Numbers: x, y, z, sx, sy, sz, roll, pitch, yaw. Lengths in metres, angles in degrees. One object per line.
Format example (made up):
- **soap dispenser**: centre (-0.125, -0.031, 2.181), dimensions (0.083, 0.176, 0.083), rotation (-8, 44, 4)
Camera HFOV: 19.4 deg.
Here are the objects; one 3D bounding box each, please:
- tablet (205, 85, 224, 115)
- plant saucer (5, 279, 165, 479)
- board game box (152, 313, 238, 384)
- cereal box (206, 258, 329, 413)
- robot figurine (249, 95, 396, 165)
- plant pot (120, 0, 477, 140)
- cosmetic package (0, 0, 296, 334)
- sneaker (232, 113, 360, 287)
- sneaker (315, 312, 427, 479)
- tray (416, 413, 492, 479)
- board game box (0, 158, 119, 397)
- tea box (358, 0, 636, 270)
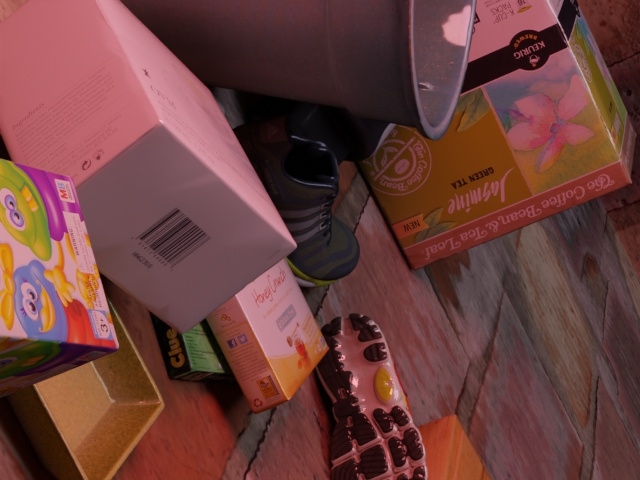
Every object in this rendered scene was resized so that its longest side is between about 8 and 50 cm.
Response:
- **tablet**: centre (-0.120, -0.133, 2.076), dimensions (0.054, 0.006, 0.083), rotation (49, 26, -42)
- **plant saucer**: centre (-0.212, 0.096, 1.511), dimensions (0.188, 0.045, 0.188), rotation (64, 19, -11)
- **board game box**: centre (-0.098, 0.077, 1.866), dimensions (0.259, 0.030, 0.136), rotation (17, 55, -66)
- **cereal box**: centre (-0.078, 0.034, 1.850), dimensions (0.240, 0.047, 0.173), rotation (64, 19, -8)
- **robot figurine**: centre (0.037, -0.209, 2.224), dimensions (0.209, 0.278, 0.173), rotation (34, -20, 12)
- **plant pot**: centre (-0.032, -0.283, 1.873), dimensions (0.341, 0.334, 0.341), rotation (6, 90, -75)
- **cosmetic package**: centre (-0.163, -0.079, 1.617), dimensions (0.224, 0.138, 0.225), rotation (44, 12, -50)
- **sneaker**: centre (-0.021, -0.041, 2.059), dimensions (0.300, 0.121, 0.111), rotation (40, 33, -54)
- **sneaker**: centre (0.069, 0.215, 2.056), dimensions (0.118, 0.107, 0.279), rotation (55, 23, -57)
- **tray**: centre (0.153, 0.391, 2.119), dimensions (0.203, 0.076, 0.411), rotation (60, 21, -19)
- **board game box**: centre (-0.278, 0.026, 1.263), dimensions (0.275, 0.144, 0.142), rotation (15, 55, -66)
- **tea box**: centre (0.216, -0.186, 2.542), dimensions (0.323, 0.329, 0.220), rotation (62, 19, -14)
